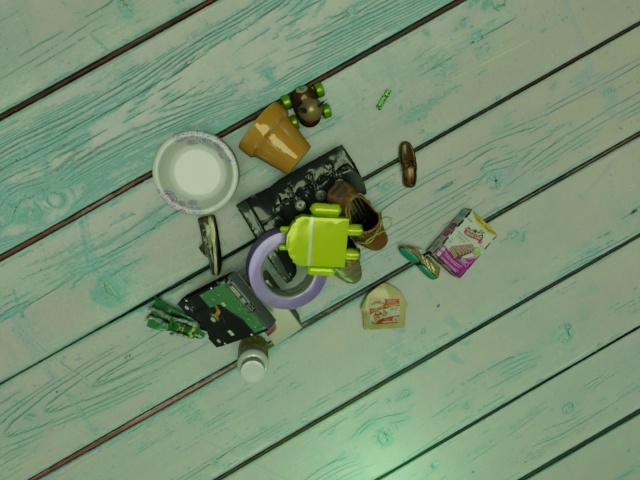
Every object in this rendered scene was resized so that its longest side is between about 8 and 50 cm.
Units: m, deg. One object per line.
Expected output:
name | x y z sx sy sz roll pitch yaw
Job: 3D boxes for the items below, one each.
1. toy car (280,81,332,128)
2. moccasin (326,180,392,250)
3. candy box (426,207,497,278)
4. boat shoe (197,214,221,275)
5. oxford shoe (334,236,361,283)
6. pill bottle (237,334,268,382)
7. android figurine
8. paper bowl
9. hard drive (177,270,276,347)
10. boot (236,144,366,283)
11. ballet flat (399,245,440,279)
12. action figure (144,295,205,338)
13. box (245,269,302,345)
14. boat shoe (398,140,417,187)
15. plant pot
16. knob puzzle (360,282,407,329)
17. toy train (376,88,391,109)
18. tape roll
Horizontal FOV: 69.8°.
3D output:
toy car | -0.041 -0.467 1.579 0.155 0.188 0.149 -21 104 -3
moccasin | 0.162 -0.069 1.644 0.139 0.147 0.380 -43 140 -8
candy box | 0.559 0.011 1.808 0.159 0.071 0.233 41 89 -14
boat shoe | -0.411 0.019 1.689 0.073 0.080 0.223 -4 97 -1
oxford shoe | 0.086 0.064 1.679 0.123 0.130 0.348 -41 134 -9
pill bottle | -0.254 0.445 1.725 0.118 0.208 0.117 -1 101 -7
android figurine | 0.000 0.000 1.508 0.273 0.056 0.248 1 105 -7
paper bowl | -0.425 -0.236 1.595 0.284 0.148 0.284 -2 101 -8
hard drive | -0.342 0.255 1.649 0.339 0.064 0.237 -26 108 42
boot | -0.029 -0.095 1.695 0.445 0.146 0.367 -32 114 -10
ballet flat | 0.397 0.072 1.820 0.206 0.073 0.067 42 66 -16
action figure | -0.538 0.312 1.713 0.232 0.063 0.137 21 111 3
box | -0.188 0.250 1.726 0.127 0.148 0.232 -34 103 -1
boat shoe | 0.338 -0.286 1.732 0.064 0.060 0.178 -10 102 -5
plant pot | -0.143 -0.335 1.573 0.188 0.205 0.205 40 94 -6
knob puzzle | 0.255 0.261 1.848 0.213 0.030 0.213 -1 102 -7
toy train | 0.234 -0.521 1.693 0.024 0.017 0.083 32 96 -3
tape roll | -0.116 0.095 1.585 0.275 0.090 0.274 -3 102 -14
